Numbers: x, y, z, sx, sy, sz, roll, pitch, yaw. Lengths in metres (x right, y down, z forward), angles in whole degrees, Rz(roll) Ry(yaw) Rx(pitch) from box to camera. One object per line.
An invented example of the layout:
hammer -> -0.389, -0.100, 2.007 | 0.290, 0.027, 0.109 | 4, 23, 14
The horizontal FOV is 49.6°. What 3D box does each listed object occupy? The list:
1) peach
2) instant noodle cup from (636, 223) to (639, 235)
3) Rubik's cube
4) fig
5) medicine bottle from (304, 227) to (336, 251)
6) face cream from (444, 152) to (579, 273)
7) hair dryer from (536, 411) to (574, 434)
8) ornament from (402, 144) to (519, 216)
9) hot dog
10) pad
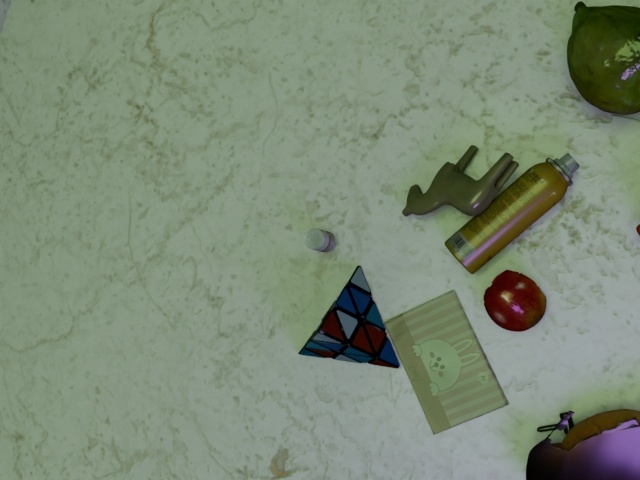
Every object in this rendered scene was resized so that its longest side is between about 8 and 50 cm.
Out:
peach -> 0.446, 0.144, 1.589 | 0.151, 0.118, 0.151 | 4, 100, 25
instant noodle cup -> 0.807, -0.076, 1.417 | 0.250, 0.250, 0.192 | 18, 83, 22
Rubik's cube -> 0.062, 0.239, 1.667 | 0.250, 0.234, 0.284 | 42, 99, 20
fig -> 0.658, -0.409, 1.556 | 0.233, 0.233, 0.314 | -54, 26, 8
medicine bottle -> 0.000, 0.000, 1.795 | 0.057, 0.089, 0.057 | -3, 83, 22
face cream -> 0.454, -0.071, 1.618 | 0.348, 0.105, 0.105 | -43, 71, 11
hair dryer -> 0.534, 0.422, 1.577 | 0.083, 0.026, 0.047 | -20, 75, 26
ornament -> 0.321, -0.130, 1.671 | 0.245, 0.061, 0.230 | -52, 39, 0
hot dog -> 0.606, 0.440, 1.496 | 0.325, 0.107, 0.194 | -8, 94, 20
pad -> 0.302, 0.296, 1.688 | 0.202, 0.005, 0.300 | -27, 75, 17
